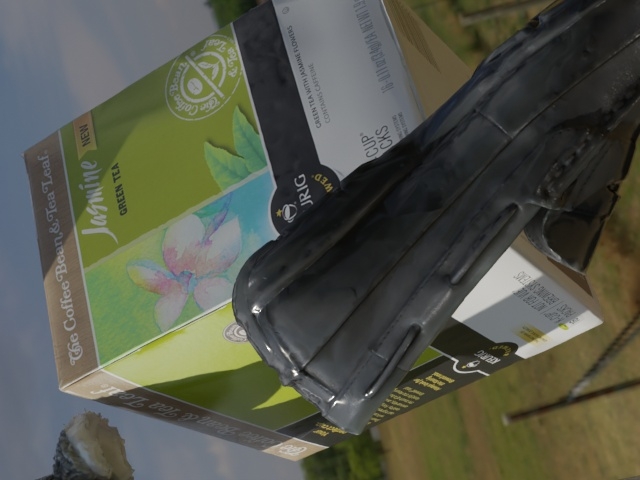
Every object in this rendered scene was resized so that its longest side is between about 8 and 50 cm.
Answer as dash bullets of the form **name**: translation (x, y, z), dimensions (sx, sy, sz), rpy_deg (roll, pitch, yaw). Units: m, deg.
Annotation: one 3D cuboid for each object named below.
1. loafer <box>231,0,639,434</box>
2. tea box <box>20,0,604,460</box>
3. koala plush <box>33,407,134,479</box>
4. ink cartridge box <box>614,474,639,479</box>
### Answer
- **loafer**: translation (0.071, -0.023, 0.407), dimensions (0.078, 0.223, 0.076), rpy_deg (50, -174, 1)
- **tea box**: translation (0.000, 0.000, 0.945), dimensions (0.329, 0.324, 0.219), rpy_deg (33, -145, -55)
- **koala plush**: translation (-0.162, 0.248, 0.910), dimensions (0.221, 0.196, 0.203), rpy_deg (40, 175, -37)
- **ink cartridge box**: translation (0.161, 0.148, 0.373), dimensions (0.154, 0.213, 0.093), rpy_deg (-95, -8, -54)
